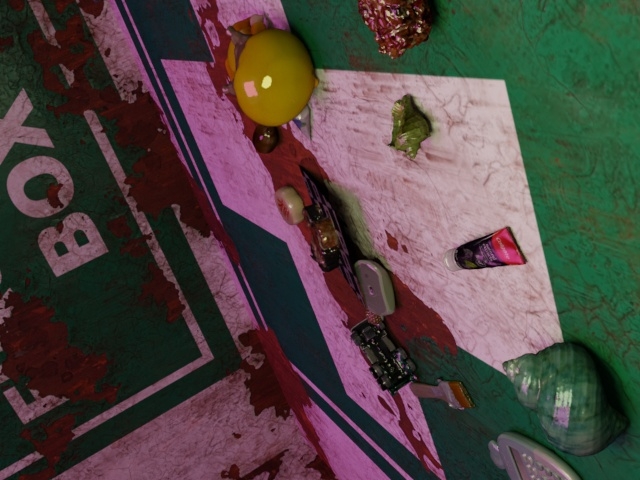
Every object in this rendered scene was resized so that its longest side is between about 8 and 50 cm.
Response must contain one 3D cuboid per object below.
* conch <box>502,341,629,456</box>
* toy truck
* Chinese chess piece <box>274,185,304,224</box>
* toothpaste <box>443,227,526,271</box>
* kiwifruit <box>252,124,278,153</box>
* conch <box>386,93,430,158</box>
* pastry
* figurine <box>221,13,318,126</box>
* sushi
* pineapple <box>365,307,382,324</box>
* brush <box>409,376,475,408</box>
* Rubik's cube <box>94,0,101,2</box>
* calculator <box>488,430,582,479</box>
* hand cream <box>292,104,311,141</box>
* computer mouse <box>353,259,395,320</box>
[{"bbox_3d":[0.400,0.260,1.155,0.202,0.134,0.196,53,159,22],"label":"conch"},{"bbox_3d":[0.172,0.323,1.938,0.216,0.110,0.116,55,172,18],"label":"toy truck"},{"bbox_3d":[-0.092,-0.105,2.103,0.122,0.051,0.122,53,161,27],"label":"Chinese chess piece"},{"bbox_3d":[0.291,0.021,1.257,0.071,0.045,0.193,63,156,-4],"label":"toothpaste"},{"bbox_3d":[-0.156,-0.288,1.975,0.075,0.075,0.124,60,166,4],"label":"kiwifruit"},{"bbox_3d":[0.151,-0.199,1.248,0.089,0.074,0.121,-21,74,39],"label":"conch"},{"bbox_3d":[0.104,-0.387,1.059,0.208,0.097,0.115,65,168,-7],"label":"pastry"},{"bbox_3d":[-0.137,-0.395,1.608,0.343,0.187,0.215,-131,33,-53],"label":"figurine"},{"bbox_3d":[0.000,0.000,1.863,0.339,0.069,0.320,-124,13,-60],"label":"sushi"},{"bbox_3d":[0.147,0.171,1.853,0.058,0.058,0.124,49,158,33],"label":"pineapple"},{"bbox_3d":[0.302,0.395,1.815,0.085,0.020,0.336,61,162,2],"label":"brush"},{"bbox_3d":[-0.479,-0.806,1.704,0.301,0.305,0.304,65,161,-12],"label":"Rubik's cube"},{"bbox_3d":[0.465,0.499,1.494,0.295,0.042,0.184,12,129,64],"label":"calculator"},{"bbox_3d":[-0.052,-0.301,1.714,0.084,0.053,0.142,56,172,15],"label":"hand cream"},{"bbox_3d":[0.145,0.119,1.766,0.089,0.056,0.181,8,123,47],"label":"computer mouse"}]
